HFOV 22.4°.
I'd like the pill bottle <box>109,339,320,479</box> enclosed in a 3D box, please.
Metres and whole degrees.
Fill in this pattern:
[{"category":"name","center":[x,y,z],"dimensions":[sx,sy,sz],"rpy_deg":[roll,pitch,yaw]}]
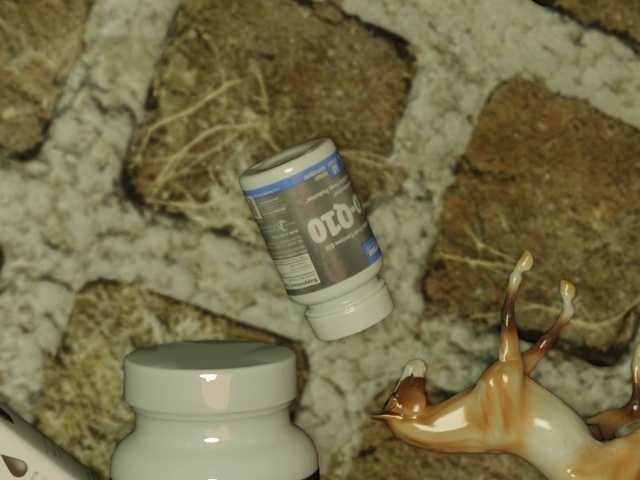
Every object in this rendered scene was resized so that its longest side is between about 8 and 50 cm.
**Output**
[{"category":"pill bottle","center":[-0.075,0.211,1.167],"dimensions":[0.153,0.153,0.265],"rpy_deg":[-4,97,-13]}]

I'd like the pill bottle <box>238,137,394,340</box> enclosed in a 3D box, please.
[{"category":"pill bottle","center":[0.000,0.000,1.200],"dimensions":[0.078,0.078,0.137],"rpy_deg":[-26,102,-9]}]

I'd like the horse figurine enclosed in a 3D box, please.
[{"category":"horse figurine","center":[0.194,0.132,1.269],"dimensions":[0.263,0.066,0.174],"rpy_deg":[32,83,-12]}]

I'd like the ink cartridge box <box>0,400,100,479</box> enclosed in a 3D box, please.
[{"category":"ink cartridge box","center":[-0.287,0.173,1.143],"dimensions":[0.219,0.092,0.160],"rpy_deg":[40,86,-15]}]
